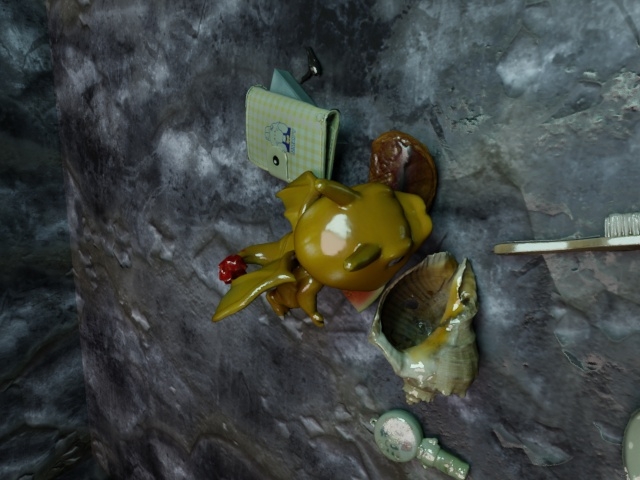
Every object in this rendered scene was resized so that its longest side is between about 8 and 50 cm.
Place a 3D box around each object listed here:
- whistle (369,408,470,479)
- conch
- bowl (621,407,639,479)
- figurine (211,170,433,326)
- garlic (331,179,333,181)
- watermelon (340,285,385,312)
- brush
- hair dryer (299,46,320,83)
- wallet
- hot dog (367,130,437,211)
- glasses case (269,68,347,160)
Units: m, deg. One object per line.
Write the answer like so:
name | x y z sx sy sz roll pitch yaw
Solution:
whistle | 0.241 0.510 1.053 0.258 0.067 0.126 20 100 28
conch | 0.216 0.182 0.903 0.186 0.263 0.324 -21 50 60
bowl | 0.640 0.407 0.619 0.158 0.337 0.337 -9 96 -1
figurine | -0.008 0.031 0.849 0.268 0.401 0.387 48 138 -13
garlic | 0.024 -0.115 1.079 0.152 0.066 0.084 37 93 24
watermelon | 0.078 0.066 1.061 0.145 0.137 0.192 -117 39 -55
brush | 0.477 -0.010 0.749 0.328 0.070 0.065 -7 78 40
hair dryer | -0.035 -0.435 1.069 0.083 0.031 0.078 -34 69 46
wallet | -0.080 -0.253 1.061 0.310 0.077 0.223 34 127 40
hot dog | 0.168 -0.125 0.933 0.161 0.099 0.226 25 117 31
glasses case | -0.035 -0.318 1.086 0.266 0.056 0.105 54 151 15
